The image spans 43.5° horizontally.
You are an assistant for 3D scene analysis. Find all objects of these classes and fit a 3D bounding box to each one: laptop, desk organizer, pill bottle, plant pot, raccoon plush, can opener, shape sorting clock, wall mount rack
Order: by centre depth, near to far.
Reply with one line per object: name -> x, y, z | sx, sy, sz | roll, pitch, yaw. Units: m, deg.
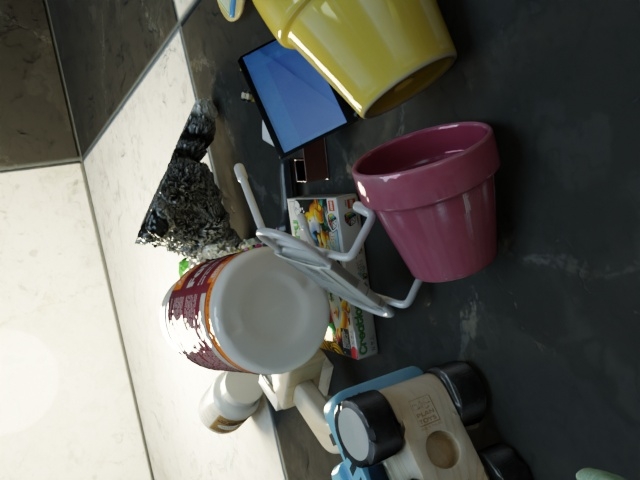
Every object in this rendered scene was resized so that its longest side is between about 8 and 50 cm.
plant pot -> 0.165, -0.049, 1.128 | 0.201, 0.201, 0.180 | 16, 130, 59
plant pot -> 0.065, -0.318, 1.158 | 0.239, 0.254, 0.254 | 59, 149, 5
wall mount rack -> 0.000, 0.000, 1.319 | 0.304, 0.350, 0.131 | 17, 76, 37
laptop -> -0.013, -0.318, 1.387 | 0.234, 0.136, 0.264 | 66, 149, 21
pill bottle -> -0.164, 0.139, 1.534 | 0.392, 0.224, 0.224 | -14, 88, 62
desk organizer -> -0.022, -0.179, 1.543 | 0.047, 0.050, 0.130 | 11, 109, 60
can opener -> -0.060, -0.080, 1.661 | 0.059, 0.073, 0.186 | -21, -75, -80
shape sorting clock -> -0.194, -0.577, 1.719 | 0.206, 0.040, 0.206 | 40, 137, 51
raccoon plush -> -0.236, -0.090, 1.911 | 0.447, 0.299, 0.216 | -67, 14, -3
pill bottle -> -0.223, 0.399, 2.035 | 0.131, 0.131, 0.229 | 67, 150, 20

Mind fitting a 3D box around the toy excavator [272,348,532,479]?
toy excavator -> 0.077, 0.335, 1.357 | 0.433, 0.222, 0.445 | 65, 148, 19

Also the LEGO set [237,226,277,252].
LEGO set -> -0.075, 0.069, 1.720 | 0.287, 0.107, 0.132 | 48, 174, 37

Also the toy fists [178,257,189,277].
toy fists -> -0.333, 0.028, 2.143 | 0.142, 0.096, 0.279 | -162, 63, -69

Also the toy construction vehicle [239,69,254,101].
toy construction vehicle -> -0.141, -0.340, 1.727 | 0.098, 0.035, 0.086 | 22, 108, 54

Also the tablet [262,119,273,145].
tablet -> -0.105, -0.231, 1.721 | 0.083, 0.006, 0.054 | 38, 132, 51

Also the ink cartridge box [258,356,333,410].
ink cartridge box -> -0.061, 0.284, 1.687 | 0.092, 0.143, 0.090 | 49, 140, 43

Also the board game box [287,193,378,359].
board game box -> 0.021, 0.064, 1.551 | 0.193, 0.053, 0.305 | 3, 103, 60

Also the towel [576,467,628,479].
towel -> 0.435, 0.286, 0.722 | 0.325, 0.247, 0.038 | 7, 73, 60
